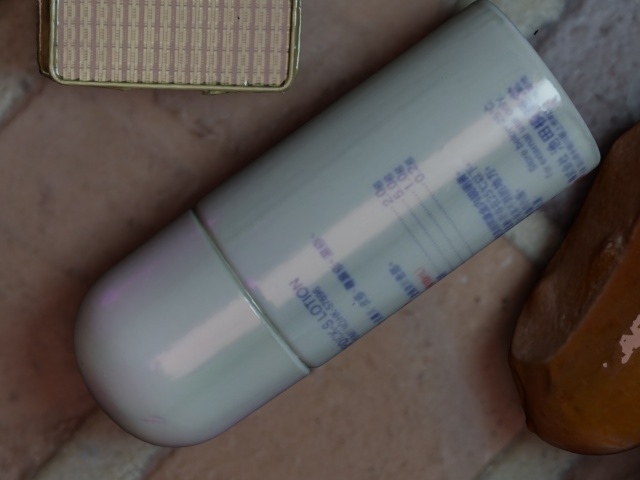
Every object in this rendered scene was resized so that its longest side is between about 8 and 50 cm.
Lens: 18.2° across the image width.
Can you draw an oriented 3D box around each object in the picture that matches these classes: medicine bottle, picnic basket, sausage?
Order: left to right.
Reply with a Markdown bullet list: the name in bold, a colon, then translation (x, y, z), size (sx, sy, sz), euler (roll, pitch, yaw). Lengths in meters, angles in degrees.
- **picnic basket**: translation (-0.090, -0.149, 1.215), size (0.164, 0.079, 0.115), euler (1, 102, -7)
- **medicine bottle**: translation (0.000, 0.000, 1.233), size (0.341, 0.130, 0.130), euler (-37, 104, 2)
- **sausage**: translation (0.218, 0.024, 1.268), size (0.133, 0.133, 0.258), euler (28, 96, -12)
